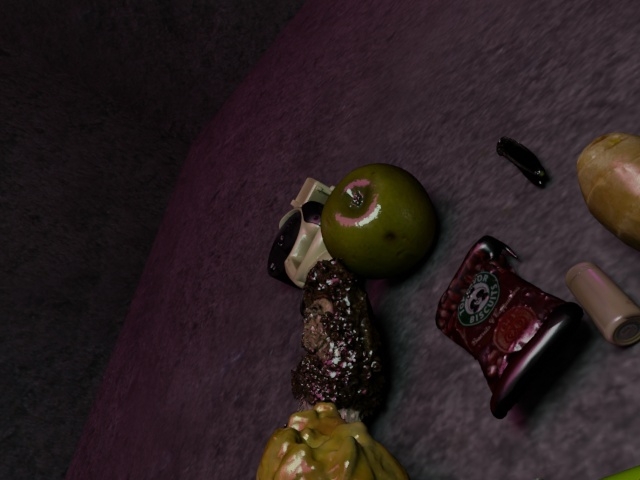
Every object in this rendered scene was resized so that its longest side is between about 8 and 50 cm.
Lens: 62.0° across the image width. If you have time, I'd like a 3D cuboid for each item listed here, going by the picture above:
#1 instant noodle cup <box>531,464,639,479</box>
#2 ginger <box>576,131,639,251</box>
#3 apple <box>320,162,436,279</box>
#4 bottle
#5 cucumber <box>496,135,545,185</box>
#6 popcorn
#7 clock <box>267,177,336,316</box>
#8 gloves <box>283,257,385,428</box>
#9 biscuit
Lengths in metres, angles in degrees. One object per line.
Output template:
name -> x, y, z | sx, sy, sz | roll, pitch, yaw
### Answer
instant noodle cup -> 0.287, 0.193, 0.231 | 0.307, 0.293, 0.294 | -40, 31, 23
ginger -> 0.368, -0.022, 0.387 | 0.122, 0.348, 0.363 | -38, -21, -15
apple -> 0.093, -0.034, 0.882 | 0.196, 0.157, 0.197 | -16, 56, 25
bottle -> 0.301, 0.064, 0.565 | 0.045, 0.045, 0.096 | -48, 26, 23
cucumber -> 0.297, -0.120, 0.781 | 0.034, 0.033, 0.135 | -22, 33, 1
popcorn -> 0.025, 0.322, 0.626 | 0.191, 0.189, 0.254 | 139, 131, -64
clock -> 0.000, 0.000, 1.105 | 0.277, 0.120, 0.379 | -63, 25, 1
gloves -> 0.025, 0.184, 0.827 | 0.210, 0.135, 0.313 | -168, 86, -84
biscuit -> 0.220, 0.095, 0.655 | 0.151, 0.063, 0.235 | -53, 20, 12
